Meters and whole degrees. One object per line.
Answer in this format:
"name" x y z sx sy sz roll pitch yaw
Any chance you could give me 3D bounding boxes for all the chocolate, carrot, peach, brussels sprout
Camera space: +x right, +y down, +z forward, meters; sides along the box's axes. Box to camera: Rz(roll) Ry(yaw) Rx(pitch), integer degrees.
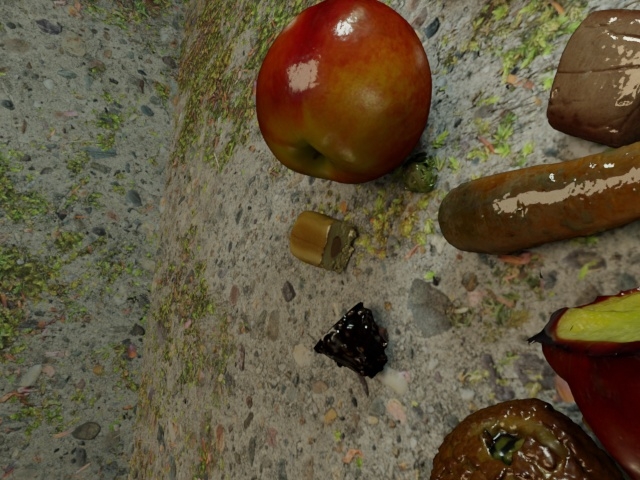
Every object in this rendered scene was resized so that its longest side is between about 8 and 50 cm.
"chocolate" 0.078 0.226 0.888 0.133 0.156 0.156 47 120 16
"carrot" 0.322 -0.054 0.635 0.302 0.139 0.138 -21 64 47
"peach" 0.052 -0.308 0.872 0.388 0.389 0.387 -19 66 48
"peach" 0.421 0.128 0.394 0.362 0.258 0.201 -25 85 17
"brussels sprout" 0.203 -0.142 0.874 0.085 0.058 0.085 -22 52 31

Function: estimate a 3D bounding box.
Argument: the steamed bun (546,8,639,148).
"steamed bun" 0.416 -0.223 0.589 0.145 0.107 0.175 39 121 49

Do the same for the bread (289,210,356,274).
"bread" 0.001 0.000 1.061 0.173 0.085 0.134 25 103 50

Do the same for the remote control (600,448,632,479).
"remote control" 0.381 0.320 0.531 0.122 0.032 0.074 25 100 52

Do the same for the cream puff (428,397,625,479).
"cream puff" 0.240 0.354 0.495 0.303 0.212 0.302 162 90 -81
